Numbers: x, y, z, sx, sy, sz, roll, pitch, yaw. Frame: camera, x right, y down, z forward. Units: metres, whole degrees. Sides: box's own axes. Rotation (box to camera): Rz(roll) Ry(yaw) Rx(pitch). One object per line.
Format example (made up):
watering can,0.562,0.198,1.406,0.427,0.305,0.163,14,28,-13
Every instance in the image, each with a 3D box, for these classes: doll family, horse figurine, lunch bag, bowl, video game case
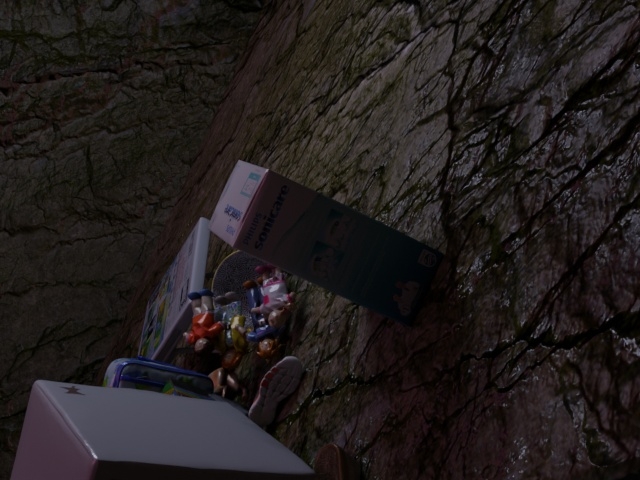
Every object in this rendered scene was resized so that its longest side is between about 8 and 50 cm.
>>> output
doll family,-0.136,0.161,2.001,0.262,0.118,0.163,-23,56,22
horse figurine,-0.220,0.341,2.128,0.263,0.066,0.174,-64,23,13
lunch bag,-0.324,0.324,2.023,0.090,0.219,0.176,-3,71,59
bowl,-0.131,0.104,2.105,0.170,0.080,0.170,-2,86,29
video game case,-0.339,0.147,2.377,0.300,0.036,0.329,-55,21,29

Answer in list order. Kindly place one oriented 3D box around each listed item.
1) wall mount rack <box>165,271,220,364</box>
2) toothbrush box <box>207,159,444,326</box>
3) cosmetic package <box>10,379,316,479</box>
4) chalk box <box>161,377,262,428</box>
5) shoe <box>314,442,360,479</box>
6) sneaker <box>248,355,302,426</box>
wall mount rack,-0.268,0.189,2.385,0.304,0.130,0.350,-46,26,56
toothbrush box,0.000,0.000,1.543,0.126,0.295,0.216,-66,17,1
cosmetic package,-0.259,0.444,1.464,0.327,0.329,0.394,22,99,60
chalk box,-0.212,0.389,1.848,0.179,0.180,0.289,-65,16,1
shoe,0.027,0.377,1.384,0.076,0.058,0.219,-28,40,31
sneaker,-0.084,0.259,1.848,0.158,0.061,0.065,-56,12,24
